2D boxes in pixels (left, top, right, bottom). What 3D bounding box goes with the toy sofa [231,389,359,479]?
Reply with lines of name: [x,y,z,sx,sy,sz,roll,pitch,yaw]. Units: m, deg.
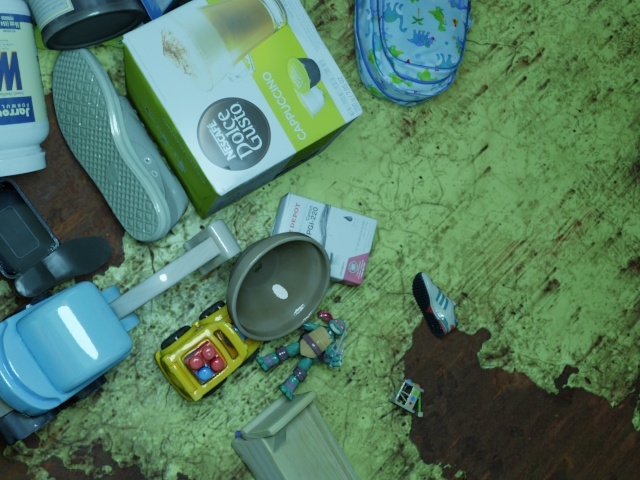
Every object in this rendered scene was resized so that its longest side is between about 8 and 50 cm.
toy sofa: [-0.021,0.516,1.555,0.150,0.177,0.363,-33,94,-40]

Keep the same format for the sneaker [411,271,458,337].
sneaker: [0.276,0.144,1.706,0.075,0.057,0.161,-23,90,-32]

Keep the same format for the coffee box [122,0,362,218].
coffee box: [-0.175,-0.283,1.471,0.334,0.338,0.338,-32,93,-15]

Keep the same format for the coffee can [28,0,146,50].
coffee can: [-0.476,-0.528,1.364,0.201,0.201,0.275,-22,96,-16]

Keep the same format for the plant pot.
plant pot: [-0.103,0.077,1.479,0.237,0.109,0.237,-20,127,-29]

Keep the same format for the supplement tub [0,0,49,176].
supplement tub: [-0.653,-0.289,1.375,0.235,0.235,0.325,-9,103,-16]

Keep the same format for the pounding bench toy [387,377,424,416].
pounding bench toy: [0.211,0.361,1.663,0.083,0.052,0.065,31,78,-10]

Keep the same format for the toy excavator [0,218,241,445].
toy excavator: [-0.400,0.145,1.378,0.445,0.433,0.222,-29,94,27]

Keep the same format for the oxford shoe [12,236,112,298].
oxford shoe: [-0.519,0.052,1.440,0.212,0.076,0.076,-29,93,-38]

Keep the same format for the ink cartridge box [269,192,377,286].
ink cartridge box: [0.000,0.000,1.620,0.217,0.092,0.159,16,81,-11]

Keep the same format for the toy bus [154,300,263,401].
toy bus: [-0.217,0.223,1.481,0.220,0.211,0.149,-37,93,-16]

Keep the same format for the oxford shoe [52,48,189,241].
oxford shoe: [-0.421,-0.203,1.516,0.449,0.169,0.130,59,33,5]

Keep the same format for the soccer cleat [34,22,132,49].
soccer cleat: [-0.468,-0.456,1.537,0.289,0.093,0.121,-26,94,-16]

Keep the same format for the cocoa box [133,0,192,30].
cocoa box: [-0.236,-0.589,1.494,0.347,0.228,0.232,-27,92,-33]

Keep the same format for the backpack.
backpack: [0.206,-0.491,1.659,0.290,0.273,0.356,9,95,-21]

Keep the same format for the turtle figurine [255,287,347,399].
turtle figurine: [-0.016,0.226,1.566,0.234,0.118,0.175,-41,61,-12]

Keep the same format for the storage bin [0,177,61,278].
storage bin: [-0.624,-0.021,1.459,0.122,0.084,0.180,-37,95,-15]

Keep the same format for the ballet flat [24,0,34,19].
ballet flat: [-0.613,-0.578,1.490,0.139,0.139,0.400,31,78,-10]
